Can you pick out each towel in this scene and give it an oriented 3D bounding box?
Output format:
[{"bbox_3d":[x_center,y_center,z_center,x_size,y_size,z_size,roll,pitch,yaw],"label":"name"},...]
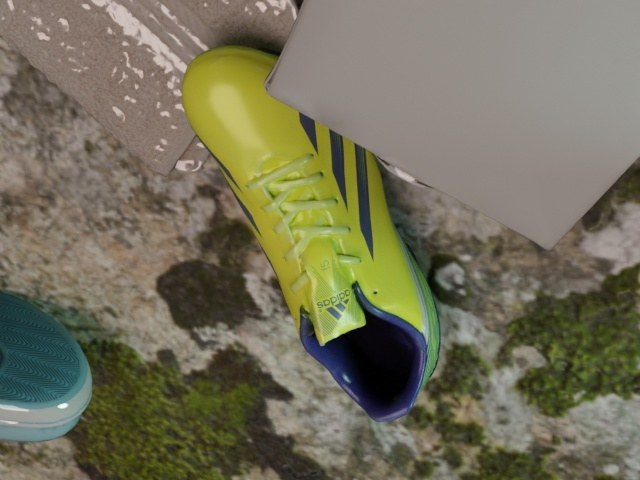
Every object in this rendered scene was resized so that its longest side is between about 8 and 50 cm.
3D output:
[{"bbox_3d":[-0.145,-0.178,0.921,0.282,0.049,0.187,41,127,-10],"label":"towel"}]

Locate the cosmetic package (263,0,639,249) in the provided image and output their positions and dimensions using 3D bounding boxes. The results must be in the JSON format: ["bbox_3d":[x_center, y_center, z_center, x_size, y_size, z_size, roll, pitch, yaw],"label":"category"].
[{"bbox_3d":[0.121,-0.165,0.684,0.197,0.155,0.365,30,152,-2],"label":"cosmetic package"}]

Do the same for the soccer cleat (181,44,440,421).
[{"bbox_3d":[0.001,0.000,0.925,0.093,0.121,0.289,-17,126,22],"label":"soccer cleat"}]

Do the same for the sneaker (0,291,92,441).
[{"bbox_3d":[-0.316,0.147,1.176,0.319,0.127,0.208,13,126,24],"label":"sneaker"}]
